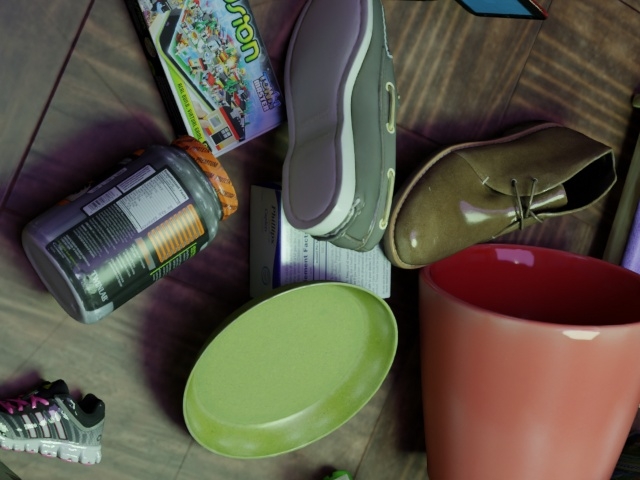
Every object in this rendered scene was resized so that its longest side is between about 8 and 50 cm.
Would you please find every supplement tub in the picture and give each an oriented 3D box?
[{"bbox_3d":[-0.181,-0.015,1.565,0.190,0.117,0.117,-35,114,-20],"label":"supplement tub"}]

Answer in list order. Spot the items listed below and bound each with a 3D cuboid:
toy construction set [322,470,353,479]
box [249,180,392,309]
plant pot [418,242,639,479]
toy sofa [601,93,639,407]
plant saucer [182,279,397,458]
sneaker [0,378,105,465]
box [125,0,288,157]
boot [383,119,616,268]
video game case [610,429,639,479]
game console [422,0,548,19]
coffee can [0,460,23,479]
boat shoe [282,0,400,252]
[{"bbox_3d":[-0.023,0.359,1.692,0.309,0.257,0.237,21,44,-46],"label":"toy construction set"},{"bbox_3d":[0.000,0.000,1.697,0.137,0.072,0.126,-5,102,-30],"label":"box"},{"bbox_3d":[0.228,0.158,1.761,0.275,0.275,0.243,-3,109,-29],"label":"plant pot"},{"bbox_3d":[0.422,0.019,1.881,0.150,0.177,0.362,16,92,-31],"label":"toy sofa"},{"bbox_3d":[-0.035,0.126,1.673,0.241,0.037,0.241,-17,136,-18],"label":"plant saucer"},{"bbox_3d":[-0.278,0.166,1.576,0.170,0.063,0.075,18,90,-36],"label":"sneaker"},{"bbox_3d":[-0.116,-0.193,1.616,0.114,0.036,0.207,-29,112,-22],"label":"box"},{"bbox_3d":[0.196,-0.051,1.741,0.305,0.115,0.112,-28,120,-34],"label":"boot"},{"bbox_3d":[0.342,0.294,1.797,0.300,0.329,0.036,-20,99,-25],"label":"video game case"},{"bbox_3d":[0.140,-0.246,1.689,0.124,0.144,0.085,-29,111,-22],"label":"game console"},{"bbox_3d":[-0.329,0.290,1.444,0.201,0.275,0.201,-5,101,-29],"label":"coffee can"},{"bbox_3d":[0.027,-0.133,1.634,0.091,0.109,0.305,28,56,-40],"label":"boat shoe"}]
